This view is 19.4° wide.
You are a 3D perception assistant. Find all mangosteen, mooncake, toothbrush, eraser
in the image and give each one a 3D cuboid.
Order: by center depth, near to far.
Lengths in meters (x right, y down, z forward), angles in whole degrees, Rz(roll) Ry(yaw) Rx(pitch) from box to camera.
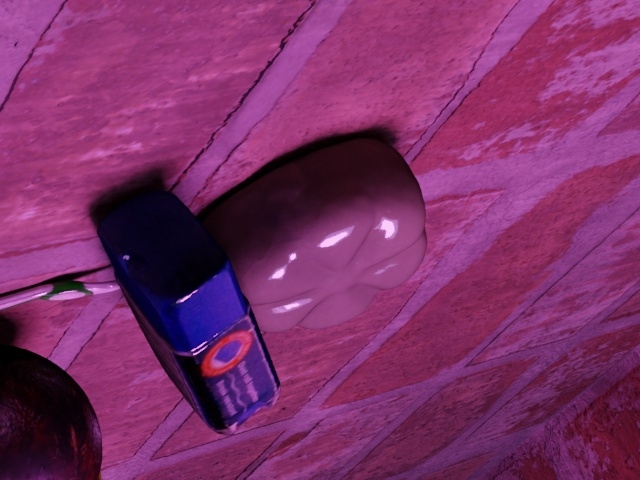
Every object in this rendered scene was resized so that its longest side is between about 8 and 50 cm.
[{"bbox_3d":[-0.139,0.078,2.008,0.101,0.155,0.332,-35,151,-12],"label":"eraser"},{"bbox_3d":[-0.361,0.251,2.010,0.288,0.288,0.288,-25,161,-9],"label":"mangosteen"},{"bbox_3d":[-0.281,0.057,2.012,0.304,0.030,0.030,-16,158,-32],"label":"toothbrush"},{"bbox_3d":[0.000,0.000,2.102,0.275,0.135,0.275,-23,157,-10],"label":"mooncake"}]

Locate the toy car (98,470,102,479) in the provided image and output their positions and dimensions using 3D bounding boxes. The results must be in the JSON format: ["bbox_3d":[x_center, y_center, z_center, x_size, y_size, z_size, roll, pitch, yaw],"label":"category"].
[{"bbox_3d":[-0.414,0.334,2.362,0.198,0.204,0.248,25,130,-40],"label":"toy car"}]
